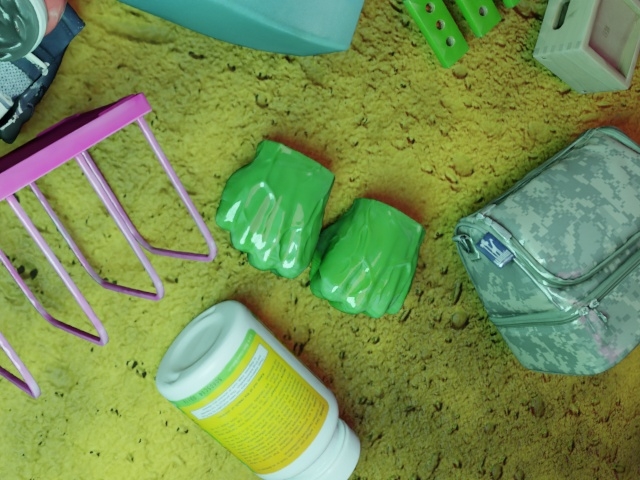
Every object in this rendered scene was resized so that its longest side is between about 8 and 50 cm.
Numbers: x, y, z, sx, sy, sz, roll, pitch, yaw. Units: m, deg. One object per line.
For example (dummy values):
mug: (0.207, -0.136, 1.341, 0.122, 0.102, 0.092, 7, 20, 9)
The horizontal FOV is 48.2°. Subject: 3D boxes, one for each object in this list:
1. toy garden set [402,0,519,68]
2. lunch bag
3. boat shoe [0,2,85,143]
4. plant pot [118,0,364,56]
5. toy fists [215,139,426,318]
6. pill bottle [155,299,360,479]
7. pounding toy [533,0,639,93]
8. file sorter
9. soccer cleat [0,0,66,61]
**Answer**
toy garden set: (0.189, -0.388, 0.960, 0.244, 0.049, 0.204, -44, 114, -14)
lunch bag: (0.358, 0.009, 1.008, 0.305, 0.212, 0.256, -35, 93, -18)
boat shoe: (-0.387, -0.258, 0.671, 0.340, 0.127, 0.158, 45, 70, -31)
plant pot: (-0.071, -0.301, 0.789, 0.234, 0.165, 0.166, 19, 88, -34)
toy fists: (0.000, 0.000, 0.892, 0.279, 0.096, 0.142, 29, 74, -24)
pill bottle: (-0.065, 0.199, 0.859, 0.136, 0.136, 0.246, -48, 113, -13)
pounding toy: (0.425, -0.311, 1.060, 0.206, 0.094, 0.181, 23, 81, -35)
file sorter: (-0.275, 0.020, 0.673, 0.290, 0.202, 0.182, -40, 114, -29)
soccer cleat: (-0.355, -0.275, 0.577, 0.318, 0.116, 0.108, 35, 125, -20)
